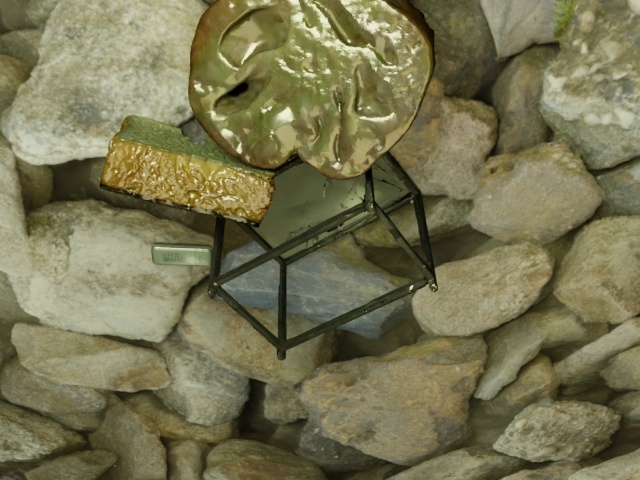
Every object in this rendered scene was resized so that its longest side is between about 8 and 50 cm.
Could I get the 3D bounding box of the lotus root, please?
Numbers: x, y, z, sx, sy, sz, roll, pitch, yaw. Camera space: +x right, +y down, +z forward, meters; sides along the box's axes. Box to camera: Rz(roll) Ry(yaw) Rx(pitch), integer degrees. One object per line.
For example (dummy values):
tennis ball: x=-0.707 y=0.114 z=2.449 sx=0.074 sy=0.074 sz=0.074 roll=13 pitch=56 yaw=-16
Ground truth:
lotus root: x=-0.016 y=-0.282 z=1.224 sx=0.390 sy=0.111 sz=0.375 roll=-1 pitch=106 yaw=14

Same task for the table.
table: x=0.000 y=0.000 z=1.422 sx=0.335 sy=0.272 sz=0.222 roll=-28 pitch=125 yaw=21

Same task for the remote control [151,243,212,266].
remote control: x=-0.284 y=0.031 z=1.610 sx=0.124 sy=0.018 sz=0.053 roll=2 pitch=130 yaw=-3

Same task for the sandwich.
sandwich: x=-0.218 y=-0.124 z=1.333 sx=0.273 sy=0.249 sz=0.095 roll=14 pitch=106 yaw=-13
